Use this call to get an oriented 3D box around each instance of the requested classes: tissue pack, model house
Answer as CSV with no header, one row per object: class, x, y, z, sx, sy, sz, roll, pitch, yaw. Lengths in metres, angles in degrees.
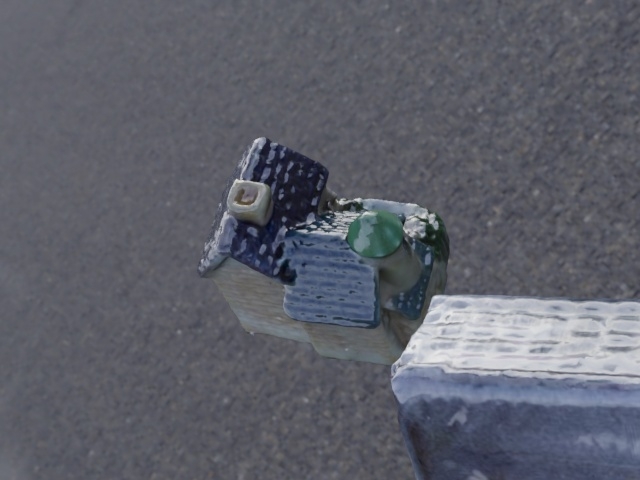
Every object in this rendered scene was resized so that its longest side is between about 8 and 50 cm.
tissue pack,0.268,0.182,0.740,0.394,0.288,0.124,1,30,28
model house,-0.001,0.002,1.447,0.298,0.284,0.243,4,65,24
